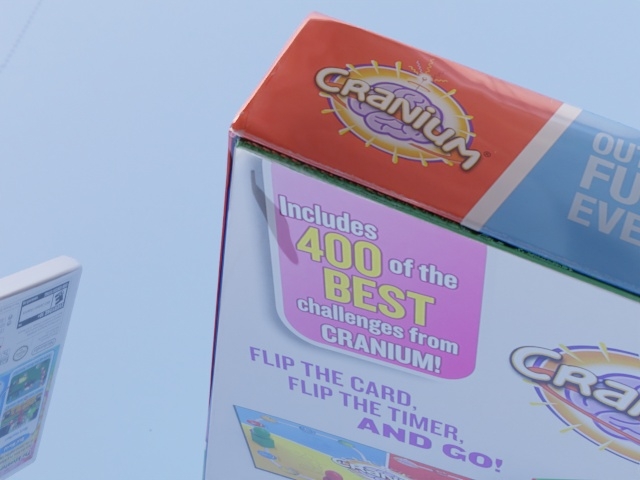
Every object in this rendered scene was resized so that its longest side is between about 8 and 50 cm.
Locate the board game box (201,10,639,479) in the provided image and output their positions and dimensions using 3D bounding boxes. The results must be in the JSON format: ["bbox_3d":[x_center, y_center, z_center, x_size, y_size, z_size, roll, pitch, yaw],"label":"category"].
[{"bbox_3d":[0.075,0.086,0.463,0.242,0.316,0.064,22,-128,8],"label":"board game box"}]

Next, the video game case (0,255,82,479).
[{"bbox_3d":[-0.197,0.090,0.633,0.019,0.157,0.143,28,-65,19],"label":"video game case"}]
